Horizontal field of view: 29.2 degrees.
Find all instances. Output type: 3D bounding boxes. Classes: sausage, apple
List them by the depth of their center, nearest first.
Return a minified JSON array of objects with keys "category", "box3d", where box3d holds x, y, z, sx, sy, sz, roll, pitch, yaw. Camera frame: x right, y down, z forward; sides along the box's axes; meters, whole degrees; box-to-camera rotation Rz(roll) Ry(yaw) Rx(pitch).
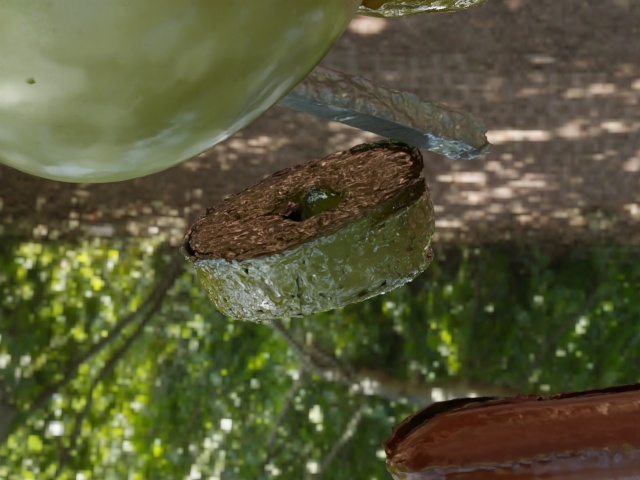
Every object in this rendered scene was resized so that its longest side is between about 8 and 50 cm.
[{"category":"apple","box3d":[-0.105,-0.166,0.625,0.262,0.262,0.262,3,168,1]},{"category":"sausage","box3d":[0.212,0.160,0.919,0.330,0.102,0.102,-5,168,1]}]

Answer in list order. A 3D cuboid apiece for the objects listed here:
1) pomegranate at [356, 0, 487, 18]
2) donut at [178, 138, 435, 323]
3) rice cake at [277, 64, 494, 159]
[{"category":"pomegranate","box3d":[0.087,-0.349,1.149,0.307,0.307,0.307,3,168,1]},{"category":"donut","box3d":[0.000,0.000,1.174,0.272,0.107,0.272,-19,-165,6]},{"category":"rice cake","box3d":[0.041,-0.129,1.160,0.269,0.049,0.055,15,160,-20]}]
